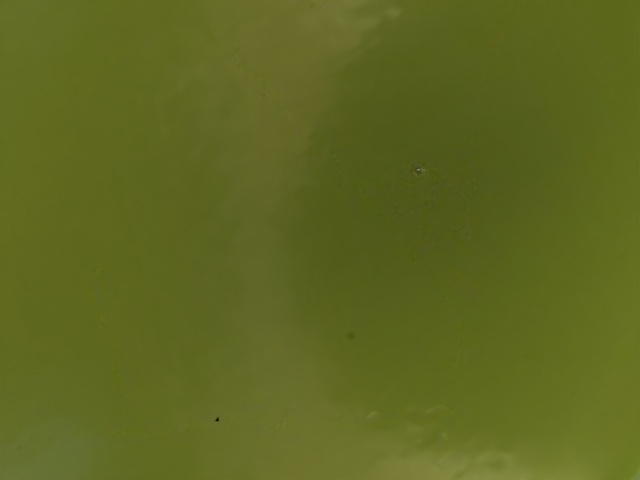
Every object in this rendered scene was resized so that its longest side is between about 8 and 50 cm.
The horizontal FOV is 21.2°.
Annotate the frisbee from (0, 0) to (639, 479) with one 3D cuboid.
[{"bbox_3d":[0.000,0.000,0.359,0.017,0.236,0.236,-135,36,-68],"label":"frisbee"}]
